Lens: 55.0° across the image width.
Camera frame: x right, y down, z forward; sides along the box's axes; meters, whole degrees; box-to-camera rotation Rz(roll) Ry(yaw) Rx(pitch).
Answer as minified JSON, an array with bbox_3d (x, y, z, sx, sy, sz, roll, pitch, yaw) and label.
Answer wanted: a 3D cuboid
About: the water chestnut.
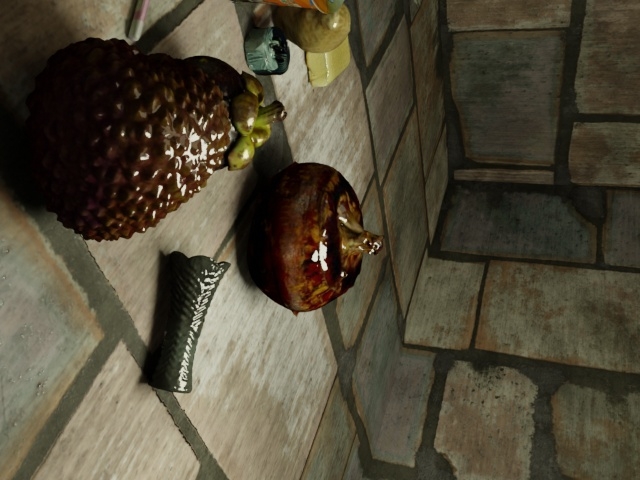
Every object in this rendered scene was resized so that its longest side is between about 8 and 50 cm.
[{"bbox_3d":[0.000,0.000,1.393,0.350,0.302,0.350,0,90,-69],"label":"water chestnut"}]

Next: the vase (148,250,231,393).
[{"bbox_3d":[-0.238,0.145,1.089,0.115,0.115,0.237,34,66,-67],"label":"vase"}]

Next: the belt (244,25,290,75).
[{"bbox_3d":[-0.112,-0.413,1.340,0.140,0.058,0.105,-36,125,-63],"label":"belt"}]

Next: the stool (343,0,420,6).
[{"bbox_3d":[0.147,-0.787,1.676,0.170,0.244,0.269,-11,105,-68],"label":"stool"}]

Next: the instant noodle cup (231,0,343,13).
[{"bbox_3d":[-0.083,-0.571,1.156,0.296,0.214,0.296,5,90,-69],"label":"instant noodle cup"}]

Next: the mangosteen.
[{"bbox_3d":[-0.165,-0.209,1.026,0.192,0.217,0.192,3,90,-76],"label":"mangosteen"}]

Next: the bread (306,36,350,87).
[{"bbox_3d":[0.019,-0.504,1.657,0.188,0.068,0.125,-57,146,-50],"label":"bread"}]

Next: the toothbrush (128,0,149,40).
[{"bbox_3d":[-0.264,-0.445,0.982,0.025,0.020,0.286,36,60,-57],"label":"toothbrush"}]

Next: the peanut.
[{"bbox_3d":[-0.016,-0.483,1.350,0.253,0.122,0.137,-131,-144,-52],"label":"peanut"}]

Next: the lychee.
[{"bbox_3d":[-0.255,-0.122,0.798,0.271,0.271,0.271,5,90,-70],"label":"lychee"}]
